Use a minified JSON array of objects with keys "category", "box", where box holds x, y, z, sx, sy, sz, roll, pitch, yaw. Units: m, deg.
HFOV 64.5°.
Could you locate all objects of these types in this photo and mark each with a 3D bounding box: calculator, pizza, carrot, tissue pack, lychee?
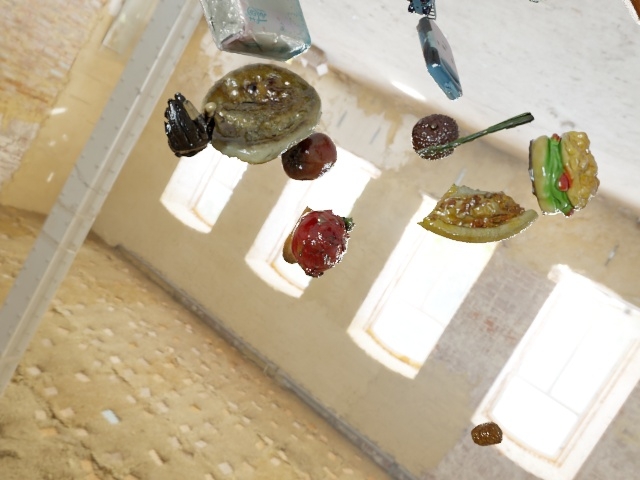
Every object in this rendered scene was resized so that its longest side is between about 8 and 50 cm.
[{"category":"calculator","box":[0.355,-0.544,1.514,0.173,0.051,0.293,33,-137,-42]},{"category":"pizza","box":[0.471,-0.080,1.526,0.366,0.182,0.074,3,175,-1]},{"category":"carrot","box":[-0.060,-0.006,1.907,0.159,0.225,0.159,42,178,2]},{"category":"tissue pack","box":[-0.158,-0.559,1.243,0.271,0.124,0.201,-19,-92,-54]},{"category":"lychee","box":[0.287,-0.258,1.270,0.123,0.123,0.129,31,-167,14]}]

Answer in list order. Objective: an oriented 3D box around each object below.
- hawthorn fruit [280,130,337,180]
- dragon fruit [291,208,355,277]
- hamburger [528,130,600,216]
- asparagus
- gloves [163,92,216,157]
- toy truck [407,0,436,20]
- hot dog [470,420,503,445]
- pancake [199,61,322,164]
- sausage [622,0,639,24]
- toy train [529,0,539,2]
[{"category":"hawthorn fruit","box":[-0.027,-0.262,1.567,0.169,0.169,0.188,33,-151,31]},{"category":"dragon fruit","box":[0.000,0.000,1.465,0.172,0.209,0.172,30,167,8]},{"category":"hamburger","box":[0.645,-0.175,1.327,0.149,0.237,0.237,-7,163,33]},{"category":"asparagus","box":[0.304,-0.208,1.010,0.022,0.233,0.023,-71,-38,-67]},{"category":"gloves","box":[-0.316,-0.277,1.232,0.129,0.106,0.180,-1,169,-7]},{"category":"toy truck","box":[0.271,-0.617,1.333,0.063,0.074,0.136,25,163,27]},{"category":"hot dog","box":[0.427,0.494,1.291,0.035,0.083,0.058,-4,-111,-51]},{"category":"pancake","box":[-0.174,-0.364,1.421,0.356,0.356,0.065,32,158,17]},{"category":"sausage","box":[0.698,-0.626,1.139,0.094,0.097,0.348,31,-138,-66]},{"category":"toy train","box":[0.435,-0.580,1.138,0.250,0.053,0.085,-5,-169,-29]}]
